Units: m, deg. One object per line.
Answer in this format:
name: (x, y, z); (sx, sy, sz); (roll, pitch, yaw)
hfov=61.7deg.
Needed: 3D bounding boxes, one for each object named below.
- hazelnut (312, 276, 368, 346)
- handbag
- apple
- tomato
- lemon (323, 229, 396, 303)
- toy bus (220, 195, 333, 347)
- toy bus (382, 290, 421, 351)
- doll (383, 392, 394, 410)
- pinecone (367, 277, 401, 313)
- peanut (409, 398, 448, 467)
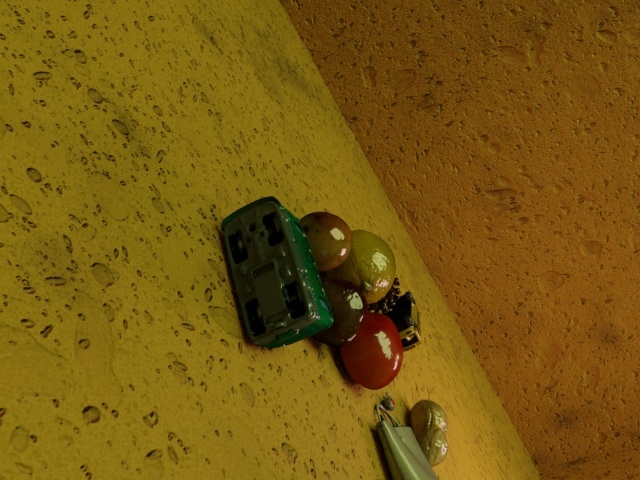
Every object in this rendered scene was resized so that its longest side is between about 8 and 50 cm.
hazelnut: (0.043, 0.194, 1.548); (0.208, 0.208, 0.208); (52, 22, -30)
handbag: (0.261, 0.640, 1.644); (0.241, 0.109, 0.315); (38, 27, -52)
apple: (0.000, 0.000, 1.696); (0.196, 0.196, 0.196); (52, 22, -30)
tomato: (0.159, 0.333, 1.673); (0.260, 0.180, 0.259); (53, 22, -33)
lemon: (0.134, 0.091, 1.833); (0.267, 0.267, 0.267); (52, 22, -30)
toy bus: (-0.098, 0.087, 1.319); (0.199, 0.184, 0.343); (34, 34, -61)
toy bus: (0.331, 0.338, 2.167); (0.151, 0.145, 0.331); (60, 18, -13)
doll: (0.228, 0.542, 1.785); (0.114, 0.039, 0.057); (37, 61, -77)
pinecone: (0.219, 0.183, 2.033); (0.150, 0.179, 0.195); (-6, 88, -50)
peanut: (0.374, 0.665, 1.854); (0.147, 0.147, 0.305); (57, 22, -15)
